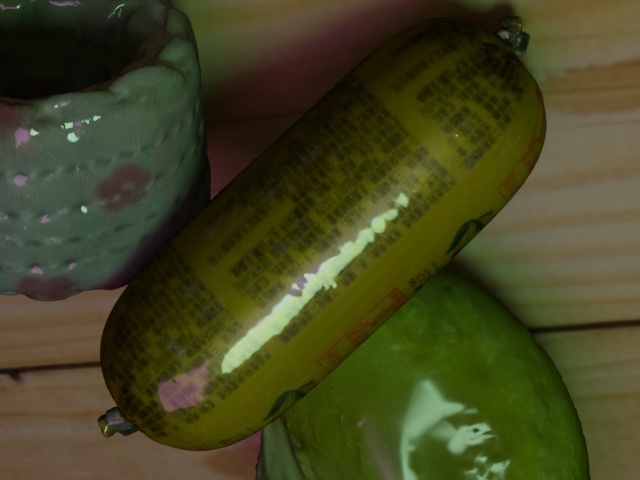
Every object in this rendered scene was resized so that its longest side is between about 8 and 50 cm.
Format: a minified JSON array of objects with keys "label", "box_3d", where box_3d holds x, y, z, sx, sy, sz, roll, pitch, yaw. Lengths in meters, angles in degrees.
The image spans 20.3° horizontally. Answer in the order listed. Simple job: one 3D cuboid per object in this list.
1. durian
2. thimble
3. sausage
[{"label":"durian","box_3d":[0.063,0.156,1.198,0.255,0.204,0.340,18,134,20]},{"label":"thimble","box_3d":[-0.172,-0.073,1.099,0.211,0.185,0.149,34,141,35]},{"label":"sausage","box_3d":[0.000,0.000,1.051,0.347,0.123,0.123,-43,111,3]}]
